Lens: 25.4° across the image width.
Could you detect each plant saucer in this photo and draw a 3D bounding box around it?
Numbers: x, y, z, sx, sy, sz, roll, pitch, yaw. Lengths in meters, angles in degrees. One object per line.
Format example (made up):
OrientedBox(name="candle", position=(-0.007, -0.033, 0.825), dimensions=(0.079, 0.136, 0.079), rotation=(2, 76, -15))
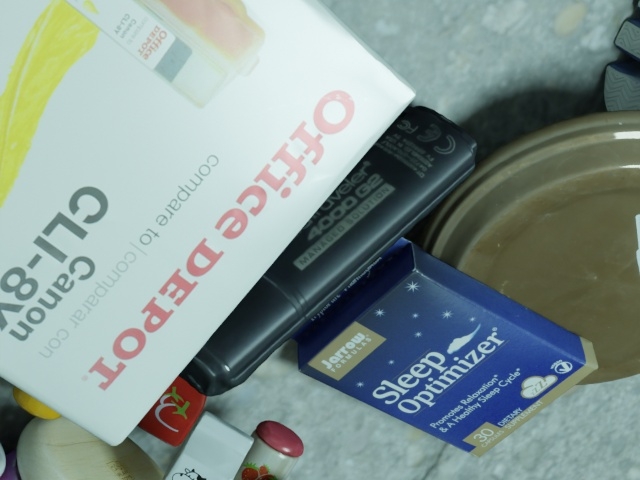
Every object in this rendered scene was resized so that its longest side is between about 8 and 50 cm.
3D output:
OrientedBox(name="plant saucer", position=(0.212, 0.020, 1.085), dimensions=(0.278, 0.041, 0.277), rotation=(-4, 133, -4))

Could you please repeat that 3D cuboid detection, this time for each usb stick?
OrientedBox(name="usb stick", position=(0.000, 0.000, 0.960), dimensions=(0.278, 0.077, 0.045), rotation=(-41, 154, -30))

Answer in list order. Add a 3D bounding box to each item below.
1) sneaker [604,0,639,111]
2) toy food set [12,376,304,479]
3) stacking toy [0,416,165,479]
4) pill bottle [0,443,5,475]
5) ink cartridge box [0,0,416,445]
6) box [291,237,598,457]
OrientedBox(name="sneaker", position=(0.357, -0.202, 1.061), dimensions=(0.182, 0.127, 0.315), rotation=(11, 117, -34))
OrientedBox(name="toy food set", position=(-0.085, 0.115, 1.000), dimensions=(0.232, 0.111, 0.104), rotation=(31, 101, -3))
OrientedBox(name="stacking toy", position=(-0.247, 0.280, 1.021), dimensions=(0.141, 0.141, 0.330), rotation=(33, 105, -35))
OrientedBox(name="pill bottle", position=(-0.309, 0.188, 0.942), dimensions=(0.193, 0.108, 0.108), rotation=(-49, 125, 5))
OrientedBox(name="ink cartridge box", position=(-0.181, -0.111, 0.783), dimensions=(0.385, 0.160, 0.279), rotation=(39, 94, -27))
OrientedBox(name="box", position=(0.082, 0.081, 1.075), dimensions=(0.225, 0.036, 0.136), rotation=(29, 126, -26))
